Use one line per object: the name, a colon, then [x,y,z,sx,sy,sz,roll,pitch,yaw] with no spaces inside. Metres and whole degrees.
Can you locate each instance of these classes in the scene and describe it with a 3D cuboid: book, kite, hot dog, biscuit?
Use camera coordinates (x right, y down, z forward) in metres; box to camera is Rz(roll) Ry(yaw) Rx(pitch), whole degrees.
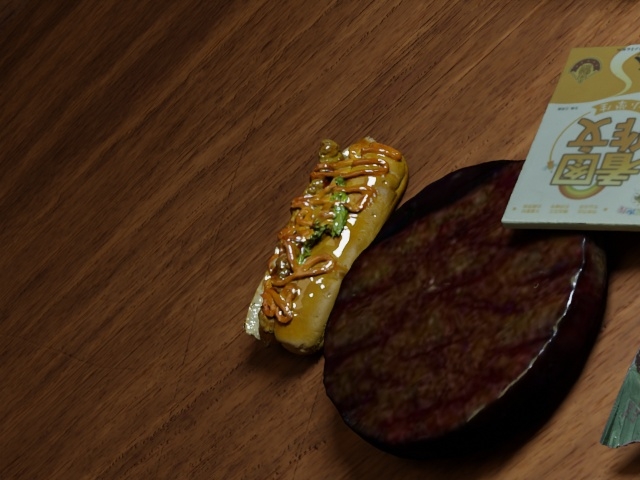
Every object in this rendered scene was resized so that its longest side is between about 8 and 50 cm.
book: [0.353,-0.127,1.663,0.208,0.020,0.295,1,51,34]
kite: [0.353,0.189,1.376,0.229,0.012,0.250,-22,71,56]
hot dog: [0.000,0.000,2.008,0.158,0.117,0.349,10,69,55]
biscuit: [0.179,0.085,1.724,0.407,0.091,0.407,-31,39,28]
